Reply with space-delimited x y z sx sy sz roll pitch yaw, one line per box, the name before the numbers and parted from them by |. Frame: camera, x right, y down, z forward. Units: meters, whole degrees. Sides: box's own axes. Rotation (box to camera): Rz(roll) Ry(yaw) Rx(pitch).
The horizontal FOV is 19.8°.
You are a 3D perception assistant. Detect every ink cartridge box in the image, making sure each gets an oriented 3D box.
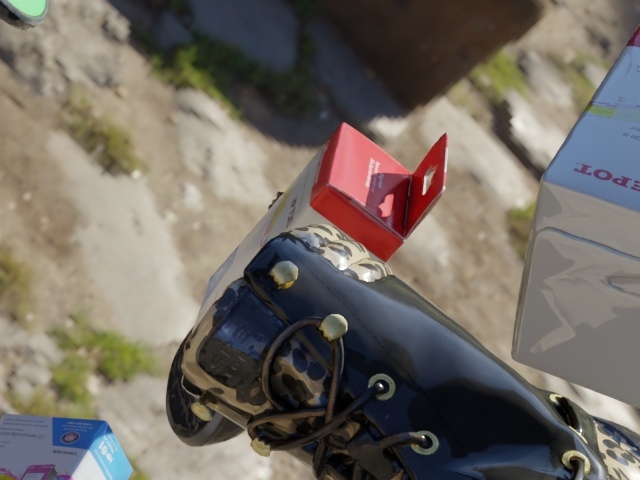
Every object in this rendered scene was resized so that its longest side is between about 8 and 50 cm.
ink cartridge box | 0.000 0.000 1.429 0.078 0.231 0.134 36 22 -11
ink cartridge box | 0.192 -0.011 0.953 0.128 0.127 0.176 20 42 18
ink cartridge box | -0.194 0.176 1.210 0.122 0.088 0.052 -62 142 -42

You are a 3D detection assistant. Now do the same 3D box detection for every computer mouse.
computer mouse | -0.055 0.101 1.719 0.072 0.272 0.188 10 48 -33

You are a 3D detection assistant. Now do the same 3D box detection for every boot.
boot | 0.047 0.131 0.984 0.284 0.138 0.377 36 25 9

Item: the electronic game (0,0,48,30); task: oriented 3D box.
electronic game | -0.292 -0.281 1.529 0.229 0.048 0.229 62 10 -20
